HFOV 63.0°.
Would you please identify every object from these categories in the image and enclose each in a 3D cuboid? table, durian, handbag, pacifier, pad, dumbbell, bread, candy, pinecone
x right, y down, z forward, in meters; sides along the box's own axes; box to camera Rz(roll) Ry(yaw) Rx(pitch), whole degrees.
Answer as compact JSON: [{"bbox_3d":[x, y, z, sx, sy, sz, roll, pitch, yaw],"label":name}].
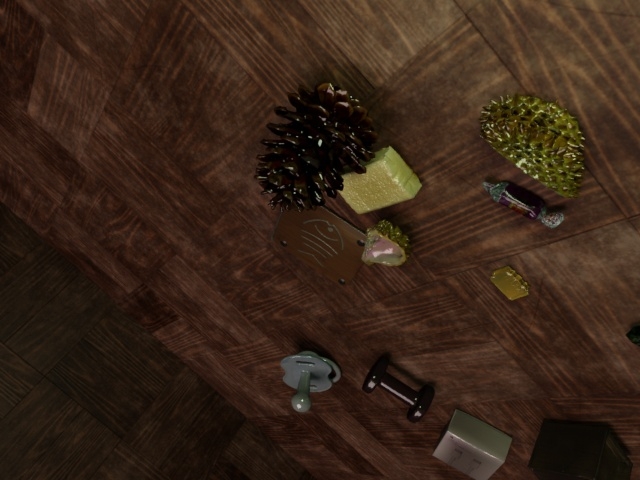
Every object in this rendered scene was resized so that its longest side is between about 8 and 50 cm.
[{"bbox_3d":[0.745,0.635,1.493,0.169,0.172,0.193,49,147,-18],"label":"table"},{"bbox_3d":[0.395,-0.160,0.960,0.252,0.144,0.139,29,166,3],"label":"durian"},{"bbox_3d":[0.457,0.103,1.260,0.083,0.027,0.061,44,144,-9],"label":"handbag"},{"bbox_3d":[-0.048,0.563,2.036,0.239,0.225,0.287,9,141,5],"label":"pacifier"},{"bbox_3d":[0.000,0.000,1.538,0.287,0.018,0.284,33,144,3],"label":"pad"},{"bbox_3d":[0.264,0.506,1.777,0.226,0.140,0.124,33,154,7],"label":"dumbbell"},{"bbox_3d":[0.127,-0.138,1.231,0.189,0.068,0.125,-17,119,49],"label":"bread"},{"bbox_3d":[0.415,-0.081,1.079,0.175,0.043,0.045,31,146,14],"label":"candy"},{"bbox_3d":[0.167,0.012,1.366,0.141,0.078,0.224,25,155,-4],"label":"durian"},{"bbox_3d":[-0.017,-0.184,1.113,0.247,0.292,0.246,31,173,5],"label":"pinecone"}]

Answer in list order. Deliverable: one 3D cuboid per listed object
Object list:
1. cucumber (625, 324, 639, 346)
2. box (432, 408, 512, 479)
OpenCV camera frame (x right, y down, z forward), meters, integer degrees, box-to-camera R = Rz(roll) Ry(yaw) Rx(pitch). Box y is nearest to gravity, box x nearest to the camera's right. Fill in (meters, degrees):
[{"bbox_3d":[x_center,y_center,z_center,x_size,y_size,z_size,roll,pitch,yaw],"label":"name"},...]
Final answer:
[{"bbox_3d":[0.771,0.207,1.085,0.245,0.067,0.067,2,132,40],"label":"cucumber"},{"bbox_3d":[0.527,0.725,1.836,0.203,0.106,0.251,26,142,17],"label":"box"}]
